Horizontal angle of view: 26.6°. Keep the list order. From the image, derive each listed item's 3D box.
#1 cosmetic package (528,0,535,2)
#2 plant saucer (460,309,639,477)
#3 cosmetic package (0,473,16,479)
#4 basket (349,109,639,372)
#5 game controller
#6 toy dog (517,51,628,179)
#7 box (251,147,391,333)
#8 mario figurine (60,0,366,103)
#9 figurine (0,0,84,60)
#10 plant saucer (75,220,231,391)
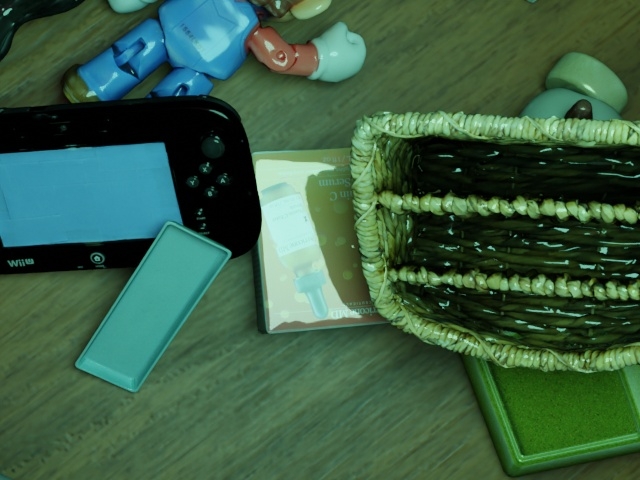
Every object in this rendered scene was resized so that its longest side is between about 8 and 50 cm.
[{"bbox_3d":[0.186,-0.353,1.313,0.184,0.151,0.151,30,84,-5],"label":"cosmetic package"},{"bbox_3d":[0.229,0.136,1.284,0.188,0.045,0.188,-17,102,24],"label":"plant saucer"},{"bbox_3d":[-0.265,0.295,1.180,0.224,0.225,0.138,25,81,-6],"label":"cosmetic package"},{"bbox_3d":[0.184,0.006,1.133,0.299,0.223,0.213,5,93,17],"label":"basket"},{"bbox_3d":[-0.214,-0.047,1.230,0.319,0.067,0.166,-3,115,9],"label":"game controller"},{"bbox_3d":[0.309,-0.048,1.307,0.334,0.161,0.220,22,84,-6],"label":"toy dog"},{"bbox_3d":[0.000,0.000,1.299,0.130,0.091,0.170,-5,87,-8],"label":"box"},{"bbox_3d":[-0.087,-0.209,1.307,0.320,0.170,0.198,-41,129,2],"label":"mario figurine"},{"bbox_3d":[-0.311,-0.273,1.257,0.209,0.092,0.215,-41,69,-3],"label":"figurine"},{"bbox_3d":[-0.157,0.061,1.259,0.067,0.018,0.192,27,118,-17],"label":"plant saucer"}]
